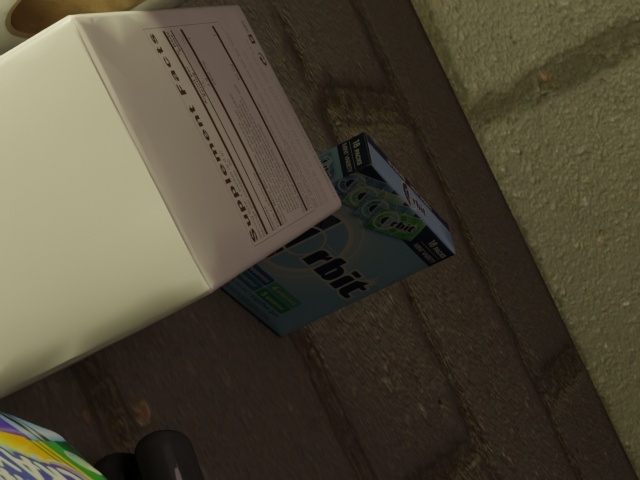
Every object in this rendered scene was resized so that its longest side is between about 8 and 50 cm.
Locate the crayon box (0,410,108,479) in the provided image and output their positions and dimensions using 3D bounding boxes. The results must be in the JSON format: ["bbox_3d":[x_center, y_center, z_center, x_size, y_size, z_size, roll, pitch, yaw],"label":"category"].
[{"bbox_3d":[-0.107,0.145,0.507,0.323,0.083,0.203,31,-2,43],"label":"crayon box"}]

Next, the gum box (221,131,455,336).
[{"bbox_3d":[0.000,0.000,1.214,0.157,0.184,0.041,44,26,-46],"label":"gum box"}]

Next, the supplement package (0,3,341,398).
[{"bbox_3d":[-0.131,-0.036,0.919,0.175,0.177,0.293,63,19,-3],"label":"supplement package"}]

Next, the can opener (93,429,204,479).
[{"bbox_3d":[-0.077,0.251,0.845,0.093,0.074,0.280,27,40,-60],"label":"can opener"}]

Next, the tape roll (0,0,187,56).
[{"bbox_3d":[-0.185,-0.241,0.948,0.169,0.246,0.246,65,18,6],"label":"tape roll"}]
